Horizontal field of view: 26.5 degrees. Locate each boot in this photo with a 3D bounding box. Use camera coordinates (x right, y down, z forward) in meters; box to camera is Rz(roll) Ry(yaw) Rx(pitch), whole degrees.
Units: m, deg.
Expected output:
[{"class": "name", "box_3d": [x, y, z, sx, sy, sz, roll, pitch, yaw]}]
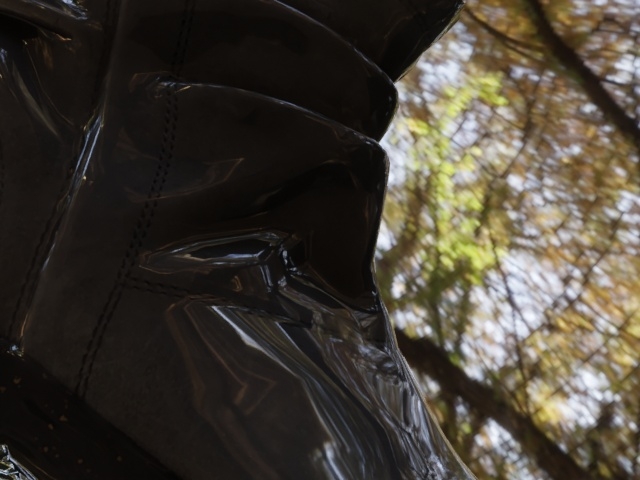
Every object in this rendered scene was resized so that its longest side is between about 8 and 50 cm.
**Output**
[{"class": "boot", "box_3d": [0.000, 0.000, 0.388, 0.338, 0.118, 0.222, 28, -112, 1]}]
